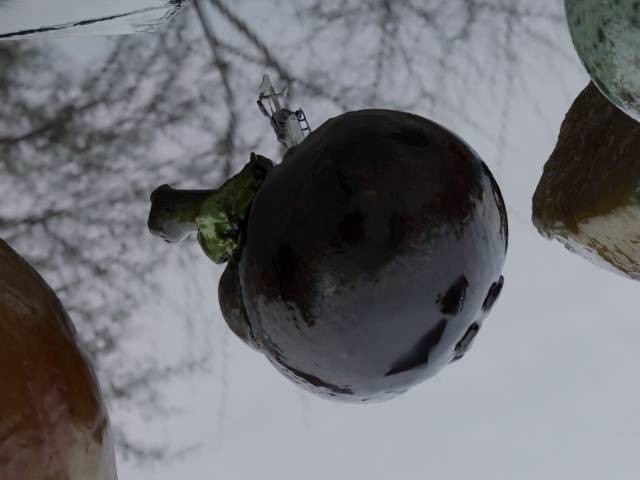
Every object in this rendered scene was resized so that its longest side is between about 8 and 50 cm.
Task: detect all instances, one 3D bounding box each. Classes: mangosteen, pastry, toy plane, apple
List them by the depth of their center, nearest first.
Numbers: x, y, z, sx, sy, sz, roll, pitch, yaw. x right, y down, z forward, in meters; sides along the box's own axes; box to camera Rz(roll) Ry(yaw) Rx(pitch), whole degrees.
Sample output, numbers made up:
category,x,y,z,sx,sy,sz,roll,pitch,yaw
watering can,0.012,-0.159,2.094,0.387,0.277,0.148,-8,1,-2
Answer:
category,x,y,z,sx,sy,sz,roll,pitch,yaw
apple,-0.268,0.118,1.160,0.254,0.346,0.179,-30,172,-29
mangosteen,0.000,0.000,1.354,0.289,0.231,0.231,18,-155,10
pastry,0.352,-0.105,1.789,0.329,0.136,0.329,-49,-161,23
toy plane,-0.040,-0.130,1.925,0.031,0.120,0.049,-9,-150,25

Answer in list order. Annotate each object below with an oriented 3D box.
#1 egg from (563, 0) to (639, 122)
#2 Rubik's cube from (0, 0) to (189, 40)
category,x,y,z,sx,sy,sz,roll,pitch,yaw
egg,0.186,-0.135,0.895,0.132,0.172,0.132,-19,-162,7
Rubik's cube,-0.152,-0.189,0.691,0.205,0.205,0.207,-4,-179,-13
